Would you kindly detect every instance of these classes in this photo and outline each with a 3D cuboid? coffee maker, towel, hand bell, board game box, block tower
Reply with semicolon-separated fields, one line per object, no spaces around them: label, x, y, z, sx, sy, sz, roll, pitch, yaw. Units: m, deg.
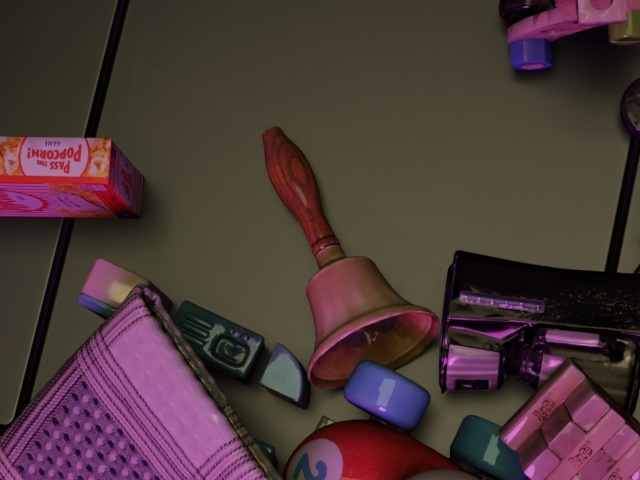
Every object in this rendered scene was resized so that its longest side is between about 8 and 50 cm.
coffee maker;0.198;0.063;1.682;0.178;0.120;0.171;9;51;7
towel;-0.152;0.254;1.617;0.312;0.056;0.324;-46;71;29
hand bell;0.000;0.000;1.725;0.126;0.126;0.242;-26;64;0
board game box;-0.268;-0.057;1.727;0.194;0.147;0.045;1;79;7
block tower;0.299;0.248;1.580;0.335;0.097;0.091;42;97;-5

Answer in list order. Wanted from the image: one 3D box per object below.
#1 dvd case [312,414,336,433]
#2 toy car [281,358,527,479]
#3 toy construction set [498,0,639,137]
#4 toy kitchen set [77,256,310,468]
dvd case;0.033;0.221;1.707;0.119;0.013;0.087;29;83;11
toy car;0.075;0.231;1.570;0.210;0.238;0.219;28;83;-4
toy construction set;0.296;-0.265;1.662;0.257;0.237;0.308;22;81;10
toy kitchen set;-0.129;0.138;1.685;0.207;0.122;0.166;24;82;10
